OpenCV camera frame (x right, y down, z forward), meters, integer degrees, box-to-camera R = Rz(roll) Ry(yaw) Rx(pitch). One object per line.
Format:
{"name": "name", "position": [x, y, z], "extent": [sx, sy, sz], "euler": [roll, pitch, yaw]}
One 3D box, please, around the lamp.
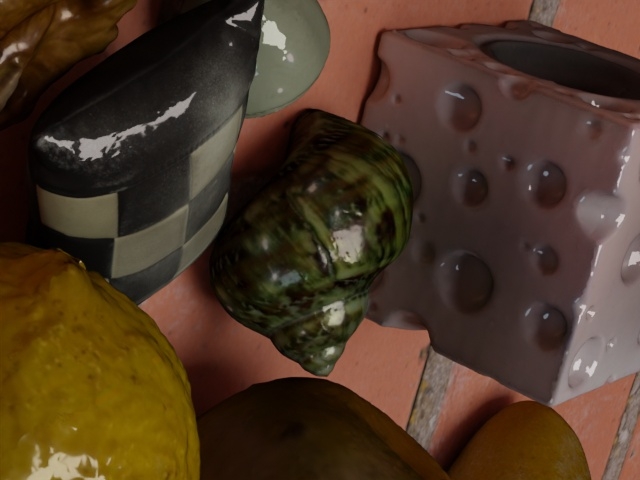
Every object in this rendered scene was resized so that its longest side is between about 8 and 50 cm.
{"name": "lamp", "position": [-0.055, -0.158, 1.246], "extent": [0.106, 0.106, 0.193], "euler": [-54, 153, -18]}

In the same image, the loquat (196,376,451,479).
{"name": "loquat", "position": [-0.017, 0.246, 1.419], "extent": [0.284, 0.276, 0.276], "euler": [-120, -131, -76]}

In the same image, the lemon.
{"name": "lemon", "position": [-0.204, 0.150, 1.108], "extent": [0.268, 0.268, 0.321], "euler": [0, 111, -56]}

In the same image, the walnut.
{"name": "walnut", "position": [-0.185, -0.126, 1.093], "extent": [0.170, 0.069, 0.143], "euler": [-41, 159, 3]}

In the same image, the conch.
{"name": "conch", "position": [0.002, 0.002, 1.437], "extent": [0.187, 0.124, 0.181], "euler": [-1, 115, -64]}

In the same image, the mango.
{"name": "mango", "position": [0.174, 0.340, 1.865], "extent": [0.221, 0.199, 0.384], "euler": [43, 61, -51]}

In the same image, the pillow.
{"name": "pillow", "position": [-0.120, -0.044, 1.208], "extent": [0.186, 0.106, 0.250], "euler": [-38, 161, -30]}

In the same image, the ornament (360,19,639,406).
{"name": "ornament", "position": [0.182, -0.035, 1.567], "extent": [0.240, 0.239, 0.239], "euler": [-12, 122, -52]}
